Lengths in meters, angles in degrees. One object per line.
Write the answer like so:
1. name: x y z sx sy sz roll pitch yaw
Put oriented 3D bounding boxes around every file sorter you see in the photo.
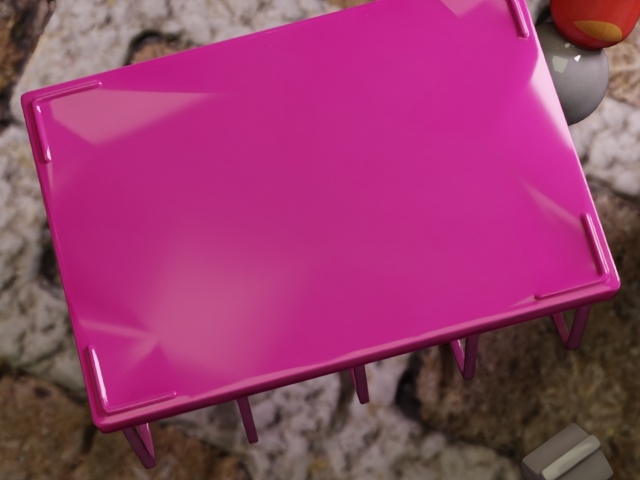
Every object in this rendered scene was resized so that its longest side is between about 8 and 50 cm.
1. file sorter: 0.000 0.000 1.107 0.291 0.182 0.202 -15 71 -2

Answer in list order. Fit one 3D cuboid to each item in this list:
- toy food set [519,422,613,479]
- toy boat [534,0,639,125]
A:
1. toy food set: 0.186 0.144 1.089 0.232 0.104 0.111 -34 73 -7
2. toy boat: 0.251 -0.058 1.120 0.318 0.148 0.267 43 36 24
